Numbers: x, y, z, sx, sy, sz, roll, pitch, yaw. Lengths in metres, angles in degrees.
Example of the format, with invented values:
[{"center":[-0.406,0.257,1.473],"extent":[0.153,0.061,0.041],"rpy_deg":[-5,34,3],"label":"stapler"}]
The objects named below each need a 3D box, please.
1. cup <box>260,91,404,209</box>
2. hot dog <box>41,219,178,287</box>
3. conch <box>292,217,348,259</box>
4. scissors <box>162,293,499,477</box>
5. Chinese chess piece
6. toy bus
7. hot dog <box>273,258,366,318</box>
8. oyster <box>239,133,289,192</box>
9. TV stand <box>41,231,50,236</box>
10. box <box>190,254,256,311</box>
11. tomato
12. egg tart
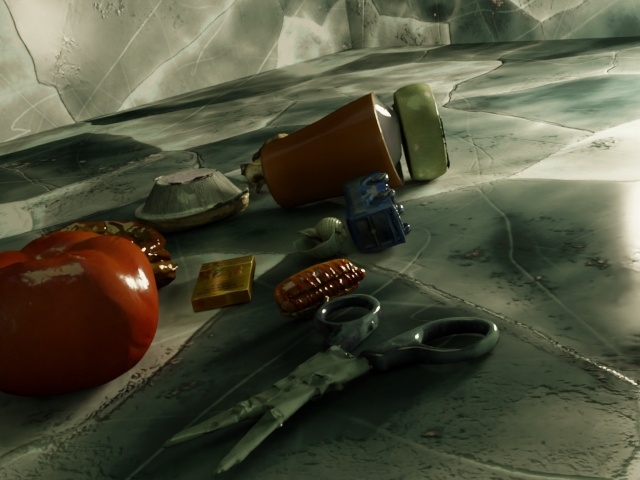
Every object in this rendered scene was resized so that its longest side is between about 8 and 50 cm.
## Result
[{"center":[0.036,-0.153,1.606],"extent":[0.264,0.182,0.226],"rpy_deg":[-18,-19,12],"label":"cup"},{"center":[-0.357,0.052,1.264],"extent":[0.272,0.122,0.196],"rpy_deg":[-20,27,-31],"label":"hot dog"},{"center":[0.003,0.003,1.319],"extent":[0.085,0.056,0.076],"rpy_deg":[-22,30,34],"label":"conch"},{"center":[0.003,0.149,0.922],"extent":[0.256,0.029,0.384],"rpy_deg":[8,24,42],"label":"scissors"},{"center":[0.191,-0.209,1.625],"extent":[0.083,0.188,0.188],"rpy_deg":[-11,18,4],"label":"Chinese chess piece"},{"center":[0.089,-0.048,1.402],"extent":[0.094,0.079,0.236],"rpy_deg":[-25,17,7],"label":"toy bus"},{"center":[0.002,0.063,1.137],"extent":[0.144,0.062,0.038],"rpy_deg":[-21,-1,-34],"label":"hot dog"},{"center":[-0.084,-0.182,1.842],"extent":[0.275,0.100,0.271],"rpy_deg":[-25,8,-25],"label":"oyster"},{"center":[-0.476,0.029,1.524],"extent":[0.042,0.036,0.249],"rpy_deg":[-14,19,-17],"label":"TV stand"},{"center":[-0.144,0.061,1.273],"extent":[0.089,0.022,0.156],"rpy_deg":[-9,19,3],"label":"box"},{"center":[-0.322,0.089,1.040],"extent":[0.260,0.179,0.260],"rpy_deg":[-7,18,2],"label":"tomato"},{"center":[-0.258,-0.088,1.668],"extent":[0.234,0.094,0.234],"rpy_deg":[-11,17,3],"label":"egg tart"}]
